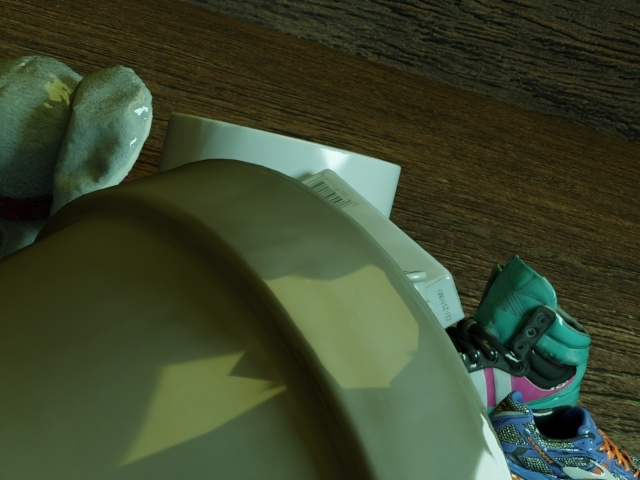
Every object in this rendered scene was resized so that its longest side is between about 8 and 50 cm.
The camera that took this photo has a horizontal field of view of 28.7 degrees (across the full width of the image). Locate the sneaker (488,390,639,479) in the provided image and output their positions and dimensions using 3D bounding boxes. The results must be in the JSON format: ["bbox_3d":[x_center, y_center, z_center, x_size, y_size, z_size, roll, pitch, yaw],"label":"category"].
[{"bbox_3d":[0.247,0.203,1.174,0.221,0.087,0.083,17,19,-19],"label":"sneaker"}]

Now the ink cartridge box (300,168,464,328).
[{"bbox_3d":[-0.030,0.049,1.218,0.239,0.060,0.275,-28,33,-11],"label":"ink cartridge box"}]

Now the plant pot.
[{"bbox_3d":[-0.124,0.147,0.499,0.280,0.323,0.323,-14,37,-37],"label":"plant pot"}]

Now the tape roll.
[{"bbox_3d":[-0.051,-0.074,1.491,0.286,0.100,0.286,12,3,-1],"label":"tape roll"}]

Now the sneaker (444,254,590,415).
[{"bbox_3d":[0.148,0.098,1.210,0.295,0.178,0.124,10,20,-30],"label":"sneaker"}]

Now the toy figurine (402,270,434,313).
[{"bbox_3d":[-0.015,0.108,0.953,0.213,0.148,0.209,-6,1,23],"label":"toy figurine"}]

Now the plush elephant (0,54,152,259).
[{"bbox_3d":[-0.224,-0.043,1.014,0.272,0.255,0.330,22,18,18],"label":"plush elephant"}]
